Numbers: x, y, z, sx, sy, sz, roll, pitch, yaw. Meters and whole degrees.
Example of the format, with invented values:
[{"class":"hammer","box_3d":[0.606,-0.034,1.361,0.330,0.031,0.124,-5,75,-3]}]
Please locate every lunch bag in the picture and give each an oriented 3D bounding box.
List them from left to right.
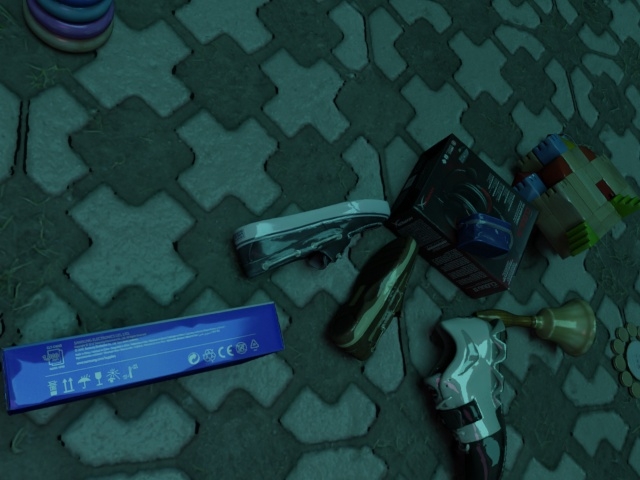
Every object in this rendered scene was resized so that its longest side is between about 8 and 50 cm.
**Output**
[{"class":"lunch bag","box_3d":[0.302,-0.014,1.059,0.098,0.067,0.065,18,69,-20]}]

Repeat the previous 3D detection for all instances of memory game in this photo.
[{"class":"memory game","box_3d":[0.769,0.290,1.373,0.186,0.012,0.186,9,69,-25]}]

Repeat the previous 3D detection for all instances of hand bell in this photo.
[{"class":"hand bell","box_3d":[0.435,0.170,1.198,0.241,0.126,0.126,8,70,-12]}]

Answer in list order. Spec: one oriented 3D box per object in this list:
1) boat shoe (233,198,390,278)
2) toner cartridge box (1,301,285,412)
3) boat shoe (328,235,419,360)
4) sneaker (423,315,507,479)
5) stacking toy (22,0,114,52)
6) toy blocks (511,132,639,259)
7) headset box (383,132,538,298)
[{"class":"boat shoe","box_3d":[0.000,0.000,1.002,0.301,0.108,0.102,-13,80,-28]},{"class":"toner cartridge box","box_3d":[-0.241,0.161,0.786,0.347,0.165,0.075,-7,77,-30]},{"class":"boat shoe","box_3d":[0.113,0.107,1.047,0.095,0.095,0.257,49,64,-22]},{"class":"sneaker","box_3d":[0.258,0.304,1.049,0.146,0.122,0.331,7,71,-7]},{"class":"stacking toy","box_3d":[-0.349,-0.418,0.818,0.141,0.330,0.141,9,70,-26]},{"class":"toy blocks","box_3d":[0.573,-0.131,1.310,0.381,0.191,0.261,-26,78,-41]},{"class":"headset box","box_3d":[0.306,-0.038,1.174,0.293,0.110,0.218,39,60,-12]}]
